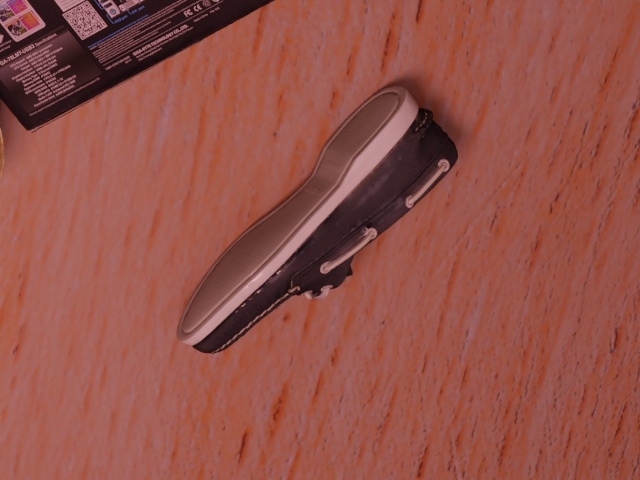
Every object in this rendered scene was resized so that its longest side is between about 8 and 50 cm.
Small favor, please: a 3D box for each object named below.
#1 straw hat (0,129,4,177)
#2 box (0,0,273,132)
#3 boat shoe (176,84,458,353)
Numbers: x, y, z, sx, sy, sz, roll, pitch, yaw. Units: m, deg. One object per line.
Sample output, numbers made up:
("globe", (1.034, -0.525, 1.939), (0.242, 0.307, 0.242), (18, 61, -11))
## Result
("straw hat", (-0.298, -0.108, 1.614), (0.061, 0.144, 0.144), (-49, 129, -44))
("box", (-0.196, -0.264, 1.500), (0.295, 0.073, 0.293), (-25, 116, 26))
("boat shoe", (0.000, 0.000, 1.740), (0.302, 0.114, 0.091), (-45, 113, 3))
